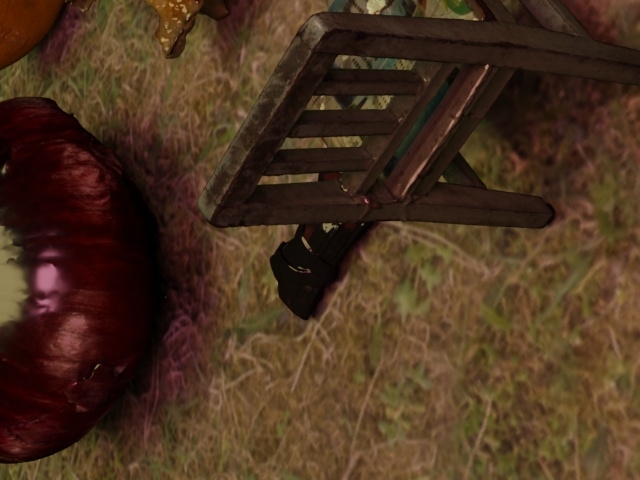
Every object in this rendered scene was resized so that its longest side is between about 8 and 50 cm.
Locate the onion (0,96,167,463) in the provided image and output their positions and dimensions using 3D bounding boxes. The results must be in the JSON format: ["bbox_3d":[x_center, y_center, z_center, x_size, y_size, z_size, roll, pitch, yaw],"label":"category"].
[{"bbox_3d":[-0.262,0.032,1.192,0.314,0.232,0.314,-6,83,50],"label":"onion"}]

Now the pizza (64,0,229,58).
[{"bbox_3d":[-0.127,-0.271,1.144,0.323,0.089,0.223,30,124,37],"label":"pizza"}]

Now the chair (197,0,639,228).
[{"bbox_3d":[0.039,-0.100,0.814,0.136,0.270,0.147,-57,50,33],"label":"chair"}]

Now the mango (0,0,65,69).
[{"bbox_3d":[-0.280,-0.265,1.293,0.109,0.157,0.262,44,108,33],"label":"mango"}]

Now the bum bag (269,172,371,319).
[{"bbox_3d":[-0.001,0.000,1.038,0.058,0.034,0.124,48,125,23],"label":"bum bag"}]
